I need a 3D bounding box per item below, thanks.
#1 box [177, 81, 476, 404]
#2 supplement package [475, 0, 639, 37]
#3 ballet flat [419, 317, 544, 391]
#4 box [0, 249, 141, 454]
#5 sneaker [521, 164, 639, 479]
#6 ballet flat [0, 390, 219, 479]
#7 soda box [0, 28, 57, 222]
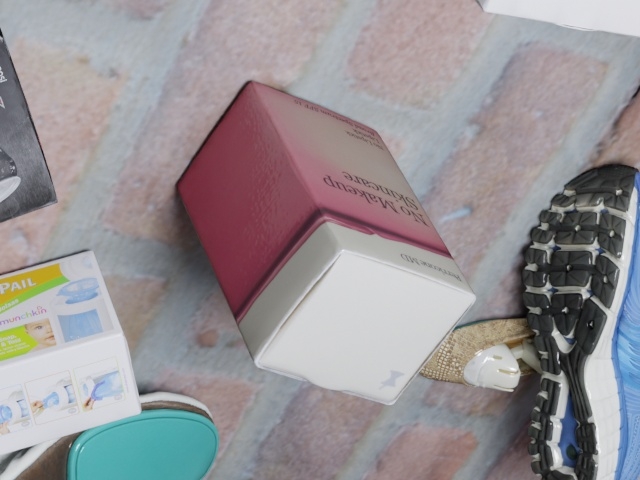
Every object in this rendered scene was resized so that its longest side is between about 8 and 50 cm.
[{"bbox_3d":[0.000,0.000,1.425,0.149,0.232,0.127,19,118,-36],"label":"box"},{"bbox_3d":[0.212,-0.323,1.291,0.177,0.175,0.293,5,125,-30],"label":"supplement package"},{"bbox_3d":[0.200,0.112,1.727,0.206,0.067,0.073,-14,132,-14],"label":"ballet flat"},{"bbox_3d":[-0.269,0.105,1.470,0.203,0.114,0.103,-16,134,-11],"label":"box"},{"bbox_3d":[0.284,0.088,1.672,0.147,0.130,0.330,-7,106,-35],"label":"sneaker"},{"bbox_3d":[-0.259,0.214,1.532,0.400,0.139,0.139,-24,143,-48],"label":"ballet flat"},{"bbox_3d":[-0.255,-0.096,1.351,0.060,0.053,0.169,-20,133,-9],"label":"soda box"}]
